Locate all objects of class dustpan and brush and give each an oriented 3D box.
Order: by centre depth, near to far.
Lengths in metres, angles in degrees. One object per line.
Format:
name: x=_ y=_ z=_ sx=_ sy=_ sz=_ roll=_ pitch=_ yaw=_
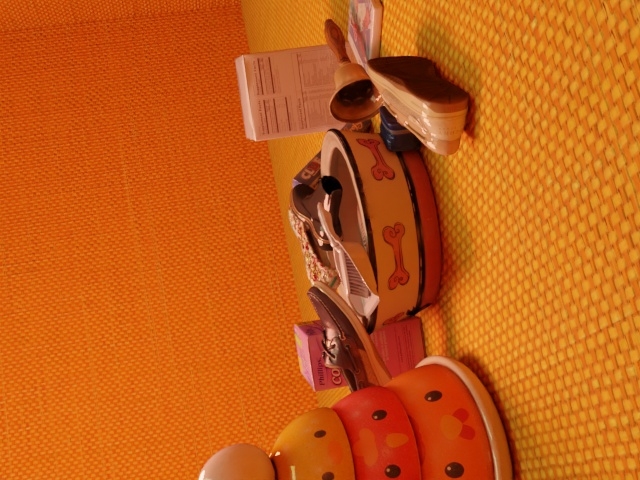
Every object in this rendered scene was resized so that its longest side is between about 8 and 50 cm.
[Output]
dustpan and brush: x=0.043 y=0.027 z=1.502 sx=0.147 sy=0.060 sz=0.211 roll=109 pitch=150 yaw=-70

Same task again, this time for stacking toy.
stacking toy: x=0.039 y=0.385 z=1.397 sx=0.350 sy=0.479 sz=0.351 roll=176 pitch=90 yaw=-69

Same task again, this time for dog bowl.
dog bowl: x=0.115 y=-0.025 z=1.669 sx=0.408 sy=0.150 sz=0.408 roll=171 pitch=90 yaw=-80

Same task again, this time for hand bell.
hand bell: x=0.048 y=-0.374 z=1.778 sx=0.126 sy=0.126 sz=0.242 roll=94 pitch=162 yaw=-55

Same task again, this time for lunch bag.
lunch bag: x=0.144 y=-0.213 z=1.553 sx=0.098 sy=0.067 sz=0.065 roll=-110 pitch=14 yaw=-55

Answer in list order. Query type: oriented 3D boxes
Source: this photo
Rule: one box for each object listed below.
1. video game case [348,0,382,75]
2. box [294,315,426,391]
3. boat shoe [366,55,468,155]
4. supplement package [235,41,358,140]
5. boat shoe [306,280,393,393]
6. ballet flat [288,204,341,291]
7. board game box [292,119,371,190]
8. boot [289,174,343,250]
video game case: x=0.091 y=-0.454 z=1.790 sx=0.201 sy=0.023 sz=0.184 roll=92 pitch=166 yaw=-49
box: x=0.080 y=0.229 z=1.837 sx=0.213 sy=0.242 sz=0.118 roll=-167 pitch=68 yaw=-81
boat shoe: x=0.151 y=-0.228 z=1.390 sx=0.302 sy=0.109 sz=0.098 roll=-124 pitch=27 yaw=-57
supplement package: x=-0.052 y=-0.353 z=2.017 sx=0.199 sy=0.262 sz=0.198 roll=-141 pitch=43 yaw=-76
boat shoe: x=0.048 y=0.209 z=1.599 sx=0.285 sy=0.092 sz=0.103 roll=59 pitch=166 yaw=-16
ballet flat: x=0.000 y=0.000 z=1.746 sx=0.077 sy=0.091 sz=0.241 roll=-49 pitch=48 yaw=38
board game box: x=0.024 y=-0.153 z=1.918 sx=0.042 sy=0.243 sz=0.165 roll=32 pitch=149 yaw=18
boot: x=-0.001 y=-0.091 z=1.662 sx=0.198 sy=0.076 sz=0.137 roll=52 pitch=148 yaw=45
